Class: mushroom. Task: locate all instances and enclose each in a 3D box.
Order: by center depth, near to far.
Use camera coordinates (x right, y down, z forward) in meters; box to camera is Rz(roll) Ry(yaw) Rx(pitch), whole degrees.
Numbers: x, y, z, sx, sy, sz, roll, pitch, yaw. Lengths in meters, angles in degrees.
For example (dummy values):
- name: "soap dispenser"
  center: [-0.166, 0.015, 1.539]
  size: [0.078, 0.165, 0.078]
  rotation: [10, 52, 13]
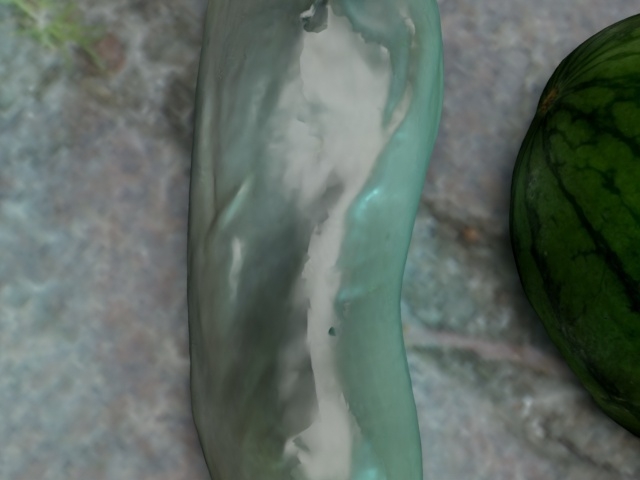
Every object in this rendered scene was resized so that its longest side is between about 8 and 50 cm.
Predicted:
- name: "mushroom"
  center: [-0.002, 0.001, 0.656]
  size: [0.109, 0.097, 0.351]
  rotation: [2, 81, -7]

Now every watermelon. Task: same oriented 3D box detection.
- name: "watermelon"
  center: [0.200, -0.005, 0.674]
  size: [0.204, 0.127, 0.232]
  rotation: [-43, 93, -20]
